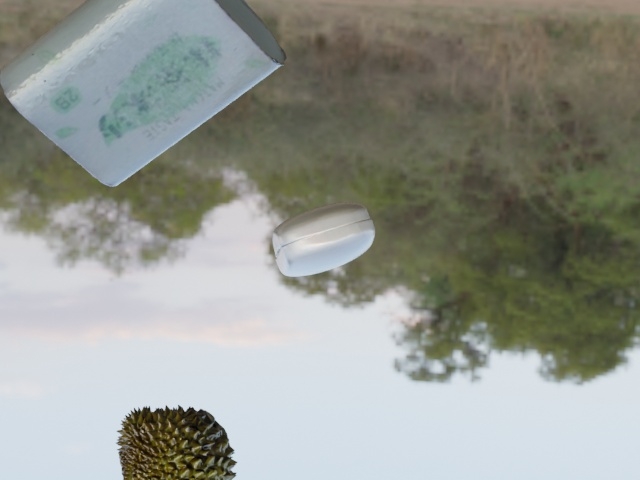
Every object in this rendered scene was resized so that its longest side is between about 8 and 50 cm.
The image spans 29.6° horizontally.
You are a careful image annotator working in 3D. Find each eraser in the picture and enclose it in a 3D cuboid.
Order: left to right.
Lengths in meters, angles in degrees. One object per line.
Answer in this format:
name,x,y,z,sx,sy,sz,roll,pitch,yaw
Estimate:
eraser,-0.174,-0.172,1.201,0.227,0.174,0.081,-34,-147,17

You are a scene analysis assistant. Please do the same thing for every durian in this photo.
durian,-0.188,0.295,1.657,0.193,0.138,0.237,51,-176,-36

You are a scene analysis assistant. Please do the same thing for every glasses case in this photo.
glasses case,0.000,0.000,1.186,0.092,0.059,0.233,-16,176,-6
